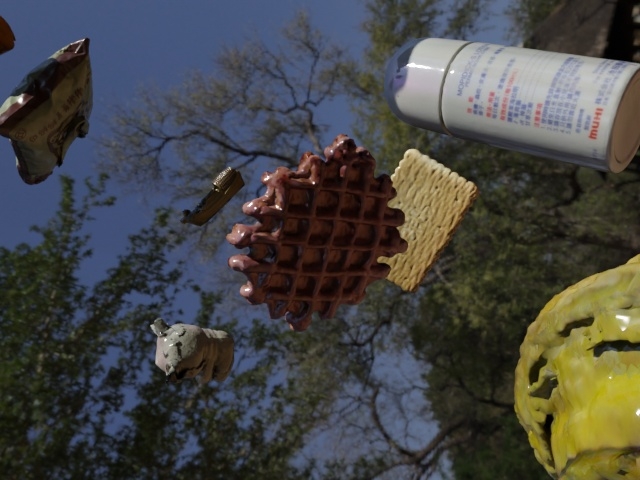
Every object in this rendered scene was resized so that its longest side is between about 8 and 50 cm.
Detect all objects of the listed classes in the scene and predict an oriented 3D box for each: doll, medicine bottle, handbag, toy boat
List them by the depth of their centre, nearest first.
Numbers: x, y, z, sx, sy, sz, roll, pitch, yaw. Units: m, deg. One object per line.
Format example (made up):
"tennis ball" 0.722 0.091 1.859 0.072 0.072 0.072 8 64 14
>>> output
"medicine bottle" 0.234 -0.186 0.907 0.130 0.341 0.130 -27 -54 -43
"handbag" -0.464 -0.217 1.195 0.213 0.127 0.235 -61 8 -22
"toy boat" -0.209 -0.081 1.348 0.149 0.047 0.049 -46 -69 -10
"doll" -0.255 0.226 1.414 0.192 0.149 0.095 9 -43 -47

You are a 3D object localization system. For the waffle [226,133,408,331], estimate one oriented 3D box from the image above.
"waffle" 0.000 0.000 0.854 0.234 0.055 0.221 -36 -57 -11

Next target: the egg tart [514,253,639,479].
"egg tart" 0.237 0.140 0.418 0.123 0.294 0.294 -48 -35 -31

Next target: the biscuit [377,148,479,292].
"biscuit" 0.173 -0.034 1.323 0.250 0.160 0.030 -62 -7 20

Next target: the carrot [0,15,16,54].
"carrot" -0.578 -0.299 1.111 0.087 0.193 0.087 50 -156 -32
